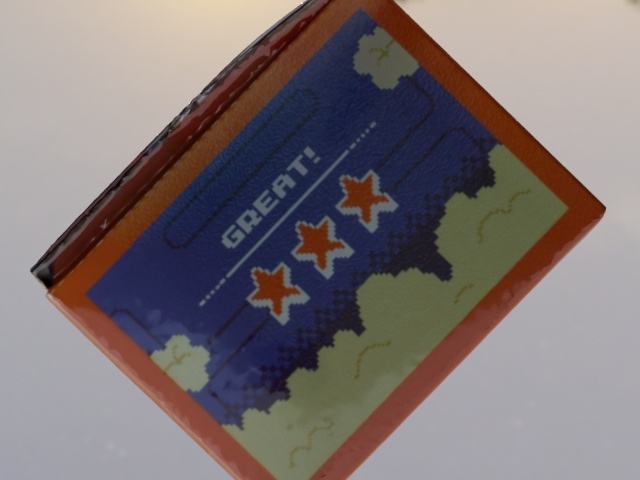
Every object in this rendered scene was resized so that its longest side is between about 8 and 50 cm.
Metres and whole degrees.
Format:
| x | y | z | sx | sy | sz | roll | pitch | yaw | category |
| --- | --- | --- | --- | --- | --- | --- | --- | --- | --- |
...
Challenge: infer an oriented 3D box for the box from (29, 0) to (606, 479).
| x | y | z | sx | sy | sz | roll | pitch | yaw | category |
| --- | --- | --- | --- | --- | --- | --- | --- | --- | --- |
| 0.000 | 0.000 | 1.502 | 0.257 | 0.318 | 0.349 | 46 | -178 | 0 | box |
